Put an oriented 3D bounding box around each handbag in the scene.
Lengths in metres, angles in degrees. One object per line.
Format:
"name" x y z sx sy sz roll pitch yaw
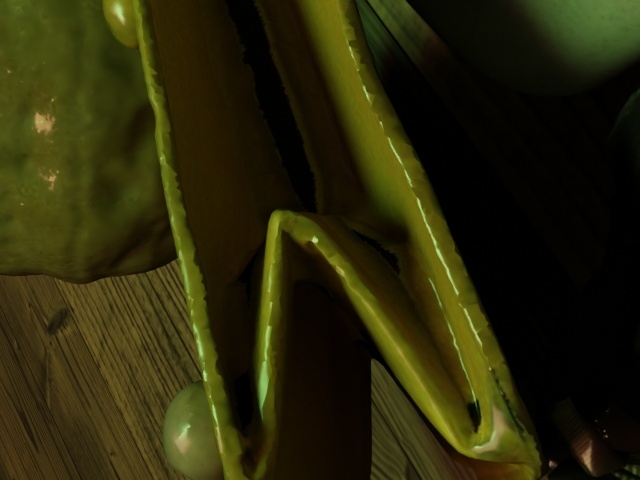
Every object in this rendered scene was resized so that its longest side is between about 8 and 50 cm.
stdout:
"handbag" 0.000 0.000 0.595 0.401 0.133 0.283 61 -166 -76

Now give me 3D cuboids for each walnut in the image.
"walnut" -0.166 -0.151 0.796 0.306 0.306 0.344 36 123 47

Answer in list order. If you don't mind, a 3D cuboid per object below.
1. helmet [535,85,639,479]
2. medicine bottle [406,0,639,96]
"helmet" 0.183 0.052 0.450 0.198 0.154 0.253 -101 31 -50
"medicine bottle" 0.117 -0.213 0.400 0.282 0.123 0.375 49 148 -3
